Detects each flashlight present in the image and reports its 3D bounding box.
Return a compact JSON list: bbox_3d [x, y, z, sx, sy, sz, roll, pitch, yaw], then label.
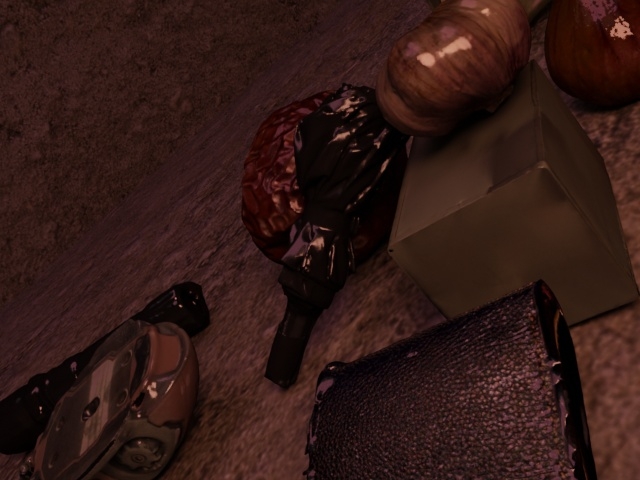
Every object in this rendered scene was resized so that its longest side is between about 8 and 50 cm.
[{"bbox_3d":[-0.357,0.202,1.054,0.424,0.103,0.103,-35,23,12],"label":"flashlight"}]

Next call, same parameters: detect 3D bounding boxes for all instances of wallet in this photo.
[{"bbox_3d":[0.088,0.169,0.477,0.221,0.071,0.262,-26,34,28],"label":"wallet"}]

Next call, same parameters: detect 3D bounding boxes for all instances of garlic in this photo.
[{"bbox_3d":[0.121,-0.153,0.582,0.159,0.102,0.147,-44,2,-40],"label":"garlic"}]

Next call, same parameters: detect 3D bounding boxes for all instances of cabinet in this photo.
[{"bbox_3d":[0.173,-0.033,0.602,0.145,0.150,0.206,-30,24,32],"label":"cabinet"}]

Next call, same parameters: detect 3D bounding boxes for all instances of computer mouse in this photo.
[{"bbox_3d":[-0.262,0.247,0.819,0.389,0.115,0.199,-42,30,25],"label":"computer mouse"}]

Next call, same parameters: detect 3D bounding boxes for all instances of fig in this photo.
[{"bbox_3d":[0.331,-0.255,0.760,0.148,0.202,0.149,-9,0,30],"label":"fig"}]

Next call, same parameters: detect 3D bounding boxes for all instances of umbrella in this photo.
[{"bbox_3d":[0.000,0.000,0.715,0.118,0.118,0.340,-133,58,-67],"label":"umbrella"}]

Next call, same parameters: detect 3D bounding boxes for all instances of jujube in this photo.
[{"bbox_3d":[0.005,-0.084,0.863,0.213,0.213,0.232,-21,42,38],"label":"jujube"}]

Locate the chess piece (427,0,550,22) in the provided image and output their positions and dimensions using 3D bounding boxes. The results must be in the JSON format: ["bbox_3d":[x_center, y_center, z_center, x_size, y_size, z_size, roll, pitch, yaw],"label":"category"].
[{"bbox_3d":[0.380,-0.481,1.050,0.442,0.234,0.234,-28,25,14],"label":"chess piece"}]
